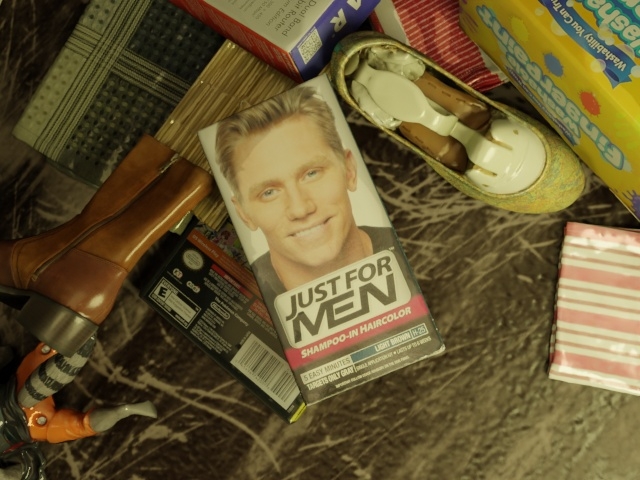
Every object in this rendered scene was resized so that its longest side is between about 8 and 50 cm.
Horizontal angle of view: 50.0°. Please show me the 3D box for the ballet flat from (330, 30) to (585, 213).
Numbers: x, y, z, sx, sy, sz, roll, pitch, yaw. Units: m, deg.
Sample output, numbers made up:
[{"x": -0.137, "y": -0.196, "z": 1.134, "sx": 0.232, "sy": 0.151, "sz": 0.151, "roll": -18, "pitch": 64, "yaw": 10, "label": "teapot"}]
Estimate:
[{"x": 0.159, "y": -0.131, "z": 0.808, "sx": 0.348, "sy": 0.123, "sz": 0.123, "roll": 33, "pitch": 90, "yaw": 0, "label": "ballet flat"}]

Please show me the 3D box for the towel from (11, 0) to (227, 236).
[{"x": -0.243, "y": -0.209, "z": 0.980, "sx": 0.312, "sy": 0.056, "sz": 0.324, "roll": 31, "pitch": 88, "yaw": 11, "label": "towel"}]

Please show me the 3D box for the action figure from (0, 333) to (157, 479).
[{"x": -0.426, "y": 0.180, "z": 0.902, "sx": 0.330, "sy": 0.178, "sz": 0.341, "roll": -29, "pitch": 81, "yaw": -3, "label": "action figure"}]

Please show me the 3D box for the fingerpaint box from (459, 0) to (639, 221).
[{"x": 0.425, "y": -0.218, "z": 0.704, "sx": 0.371, "sy": 0.163, "sz": 0.445, "roll": -35, "pitch": 72, "yaw": 0, "label": "fingerpaint box"}]

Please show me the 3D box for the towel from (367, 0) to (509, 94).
[{"x": 0.225, "y": -0.321, "z": 0.877, "sx": 0.329, "sy": 0.037, "sz": 0.237, "roll": -22, "pitch": 83, "yaw": 5, "label": "towel"}]

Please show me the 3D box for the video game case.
[{"x": -0.066, "y": 0.058, "z": 0.909, "sx": 0.275, "sy": 0.035, "sz": 0.248, "roll": 37, "pitch": 92, "yaw": 15, "label": "video game case"}]

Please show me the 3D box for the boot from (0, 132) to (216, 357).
[{"x": -0.306, "y": -0.033, "z": 0.861, "sx": 0.264, "sy": 0.096, "sz": 0.280, "roll": 26, "pitch": 74, "yaw": 34, "label": "boot"}]

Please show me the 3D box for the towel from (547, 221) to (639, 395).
[{"x": 0.355, "y": 0.081, "z": 0.820, "sx": 0.144, "sy": 0.029, "sz": 0.197, "roll": 7, "pitch": 85, "yaw": 13, "label": "towel"}]

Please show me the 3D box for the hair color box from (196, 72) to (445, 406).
[{"x": 0.000, "y": 0.000, "z": 0.822, "sx": 0.174, "sy": 0.105, "sz": 0.347, "roll": -24, "pitch": 81, "yaw": 4, "label": "hair color box"}]

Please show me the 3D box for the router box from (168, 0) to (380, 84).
[{"x": -0.031, "y": -0.408, "z": 0.887, "sx": 0.301, "sy": 0.082, "sz": 0.335, "roll": 36, "pitch": 83, "yaw": 24, "label": "router box"}]

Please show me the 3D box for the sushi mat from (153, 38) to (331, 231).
[{"x": -0.103, "y": -0.178, "z": 0.916, "sx": 0.151, "sy": 0.019, "sz": 0.316, "roll": 37, "pitch": 90, "yaw": 11, "label": "sushi mat"}]
